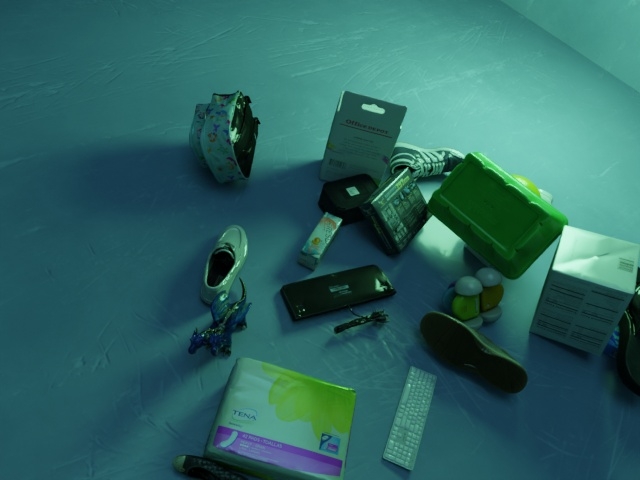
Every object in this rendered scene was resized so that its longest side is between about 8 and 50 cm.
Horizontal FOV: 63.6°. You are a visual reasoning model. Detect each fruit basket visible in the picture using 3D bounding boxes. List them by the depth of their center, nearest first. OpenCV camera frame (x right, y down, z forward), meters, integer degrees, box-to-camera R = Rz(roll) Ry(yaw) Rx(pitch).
[{"bbox_3d":[0.547,-0.092,1.582,0.392,0.283,0.392,39,11,-9],"label":"fruit basket"}]

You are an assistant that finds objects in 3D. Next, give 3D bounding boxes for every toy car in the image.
[{"bbox_3d":[0.424,0.159,1.462,0.181,0.159,0.136,-19,24,-28],"label":"toy car"}]

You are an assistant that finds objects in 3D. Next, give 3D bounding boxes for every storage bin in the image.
[{"bbox_3d":[0.097,-0.129,1.637,0.180,0.084,0.122,-16,57,-27],"label":"storage bin"}]

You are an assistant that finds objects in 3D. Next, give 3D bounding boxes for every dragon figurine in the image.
[{"bbox_3d":[-0.222,0.181,1.249,0.085,0.144,0.289,24,49,5],"label":"dragon figurine"}]

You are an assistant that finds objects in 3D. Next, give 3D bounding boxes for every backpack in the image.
[{"bbox_3d":[-0.292,-0.308,1.593,0.190,0.225,0.254,-9,55,6],"label":"backpack"}]

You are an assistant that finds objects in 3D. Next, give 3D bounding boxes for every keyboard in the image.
[{"bbox_3d":[0.221,0.423,1.253,0.072,0.014,0.256,24,49,5],"label":"keyboard"},{"bbox_3d":[0.066,0.169,1.414,0.316,0.033,0.202,-12,48,-22],"label":"keyboard"}]

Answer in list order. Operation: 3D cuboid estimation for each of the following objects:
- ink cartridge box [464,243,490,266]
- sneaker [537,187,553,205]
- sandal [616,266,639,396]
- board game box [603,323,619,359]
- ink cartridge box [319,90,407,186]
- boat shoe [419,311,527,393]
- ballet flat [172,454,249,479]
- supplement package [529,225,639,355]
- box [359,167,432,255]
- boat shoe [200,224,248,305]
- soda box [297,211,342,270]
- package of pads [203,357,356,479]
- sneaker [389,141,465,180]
[{"bbox_3d":[0.568,-0.001,1.672,0.180,0.060,0.104,-28,62,-32],"label":"ink cartridge box"},{"bbox_3d":[0.726,-0.156,1.842,0.212,0.080,0.094,23,60,3],"label":"sneaker"},{"bbox_3d":[0.938,0.235,1.467,0.167,0.107,0.446,27,51,-4],"label":"sandal"},{"bbox_3d":[0.905,0.287,1.531,0.210,0.047,0.160,27,49,7],"label":"board game box"},{"bbox_3d":[0.133,-0.333,1.637,0.206,0.354,0.119,15,49,-3],"label":"ink cartridge box"},{"bbox_3d":[0.401,0.289,1.369,0.302,0.109,0.098,31,10,12],"label":"boat shoe"},{"bbox_3d":[-0.223,0.483,1.050,0.173,0.058,0.049,22,38,2],"label":"ballet flat"},{"bbox_3d":[0.730,0.139,1.436,0.197,0.263,0.199,18,47,22],"label":"supplement package"},{"bbox_3d":[0.239,-0.092,1.600,0.232,0.059,0.184,-44,110,-38],"label":"box"},{"bbox_3d":[-0.259,0.047,1.389,0.096,0.088,0.268,18,49,1],"label":"boat shoe"},{"bbox_3d":[0.000,0.000,1.515,0.058,0.063,0.183,25,49,7],"label":"soda box"},{"bbox_3d":[-0.080,0.400,1.133,0.296,0.101,0.229,16,49,-2],"label":"package of pads"},{"bbox_3d":[0.374,-0.256,1.806,0.281,0.099,0.153,10,44,2],"label":"sneaker"}]
